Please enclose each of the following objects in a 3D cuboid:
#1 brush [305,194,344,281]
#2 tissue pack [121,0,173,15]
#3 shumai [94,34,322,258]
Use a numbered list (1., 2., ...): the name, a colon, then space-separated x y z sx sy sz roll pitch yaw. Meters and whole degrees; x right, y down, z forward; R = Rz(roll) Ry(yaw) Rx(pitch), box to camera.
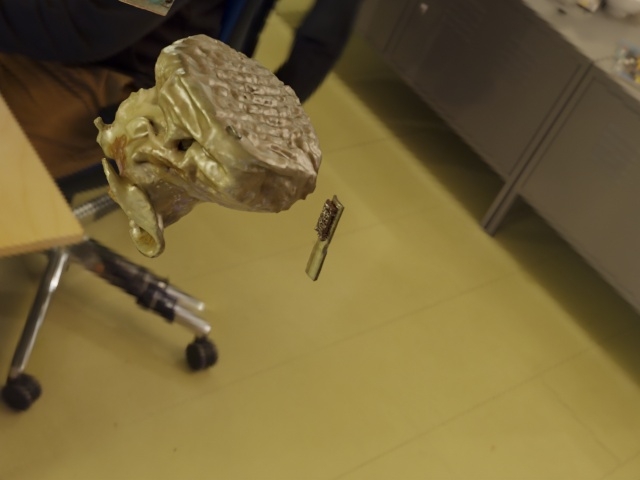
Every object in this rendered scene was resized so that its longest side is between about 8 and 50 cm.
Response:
1. brush: 0.000 0.000 2.276 0.036 0.248 0.043 -12 53 -29
2. tissue pack: -0.285 -0.411 1.662 0.094 0.058 0.074 14 36 -31
3. shumai: -0.158 -0.106 1.378 0.267 0.262 0.314 48 24 0
